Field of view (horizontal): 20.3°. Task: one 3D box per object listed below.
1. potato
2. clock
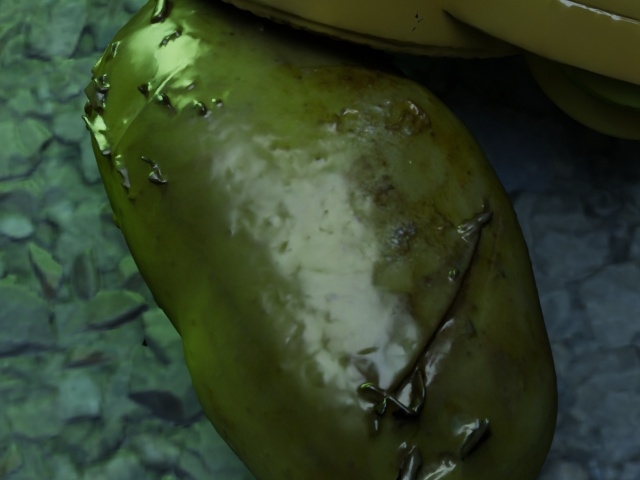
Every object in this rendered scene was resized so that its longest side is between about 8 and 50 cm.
[{"bbox_3d":[0.000,0.000,0.837,0.173,0.140,0.300,-26,69,-11],"label":"potato"},{"bbox_3d":[0.072,-0.182,0.860,0.317,0.244,0.200,15,112,7],"label":"clock"}]
